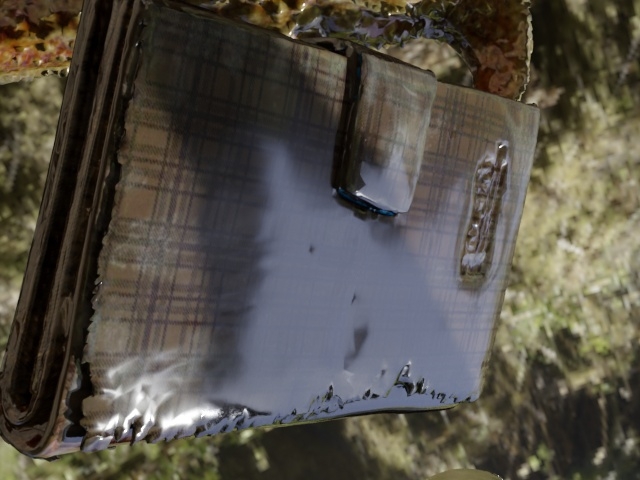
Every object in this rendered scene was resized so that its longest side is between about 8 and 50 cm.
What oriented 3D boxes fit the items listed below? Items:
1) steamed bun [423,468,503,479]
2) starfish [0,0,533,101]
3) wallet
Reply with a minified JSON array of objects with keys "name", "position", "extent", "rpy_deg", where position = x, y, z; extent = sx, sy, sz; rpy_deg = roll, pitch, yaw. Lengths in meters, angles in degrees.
[{"name":"steamed bun","position":[0.079,0.206,0.816],"extent":[0.090,0.130,0.112],"rpy_deg":[2,172,-13]},{"name":"starfish","position":[-0.042,-0.133,0.609],"extent":[0.303,0.312,0.113],"rpy_deg":[-18,-152,0]},{"name":"wallet","position":[0.000,0.000,0.415],"extent":[0.042,0.124,0.230],"rpy_deg":[15,-175,35]}]
